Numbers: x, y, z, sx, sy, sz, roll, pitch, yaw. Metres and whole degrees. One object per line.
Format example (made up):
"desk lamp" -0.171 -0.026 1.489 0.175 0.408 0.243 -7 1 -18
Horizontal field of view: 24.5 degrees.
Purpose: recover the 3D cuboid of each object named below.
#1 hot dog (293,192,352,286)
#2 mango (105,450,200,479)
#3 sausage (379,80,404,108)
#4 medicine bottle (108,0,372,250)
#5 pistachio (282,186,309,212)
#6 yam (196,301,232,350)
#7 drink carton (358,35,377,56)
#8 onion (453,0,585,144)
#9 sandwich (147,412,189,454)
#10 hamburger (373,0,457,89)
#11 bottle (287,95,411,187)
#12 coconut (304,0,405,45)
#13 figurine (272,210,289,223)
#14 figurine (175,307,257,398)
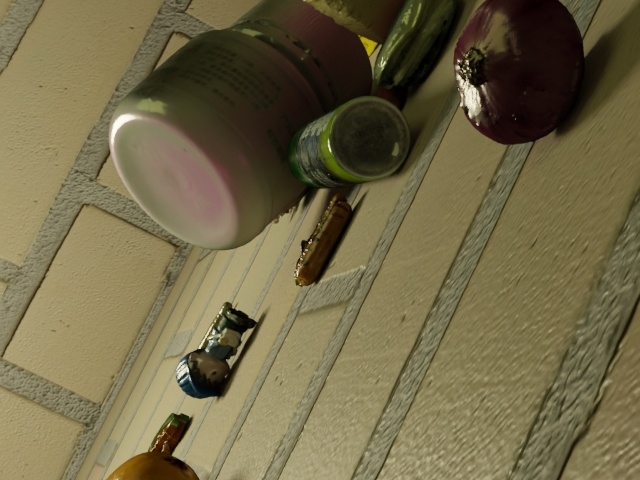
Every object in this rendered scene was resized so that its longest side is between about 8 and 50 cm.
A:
"hot dog" 0.000 0.000 1.743 0.122 0.037 0.049 -64 12 2
"mango" -0.222 0.373 1.628 0.295 0.120 0.177 -64 16 -4
"sausage" 0.093 -0.208 1.862 0.029 0.029 0.223 -58 9 28
"medicine bottle" -0.102 -0.171 2.010 0.325 0.256 0.256 -48 -1 -34
"pistachio" -0.066 -0.120 2.213 0.136 0.136 0.226 -55 4 40
"yam" -0.172 0.148 2.357 0.116 0.021 0.021 -60 9 15
"drink carton" 0.095 -0.453 2.369 0.351 0.111 0.154 -67 9 -23
"onion" 0.150 -0.129 1.089 0.104 0.115 0.115 -13 -27 -36
"sandwich" -0.234 0.304 2.205 0.135 0.029 0.067 -59 8 24
"hamburger" 0.111 -0.241 1.754 0.140 0.062 0.133 -65 5 -4
"bottle" 0.026 -0.108 1.737 0.093 0.093 0.330 -63 9 -5
"coconut" 0.080 -0.394 1.865 0.245 0.233 0.233 -61 8 17
"figurine" -0.062 -0.060 2.275 0.064 0.047 0.109 -51 20 27
"figurine" -0.149 0.154 2.027 0.077 0.079 0.136 22 -88 -57
